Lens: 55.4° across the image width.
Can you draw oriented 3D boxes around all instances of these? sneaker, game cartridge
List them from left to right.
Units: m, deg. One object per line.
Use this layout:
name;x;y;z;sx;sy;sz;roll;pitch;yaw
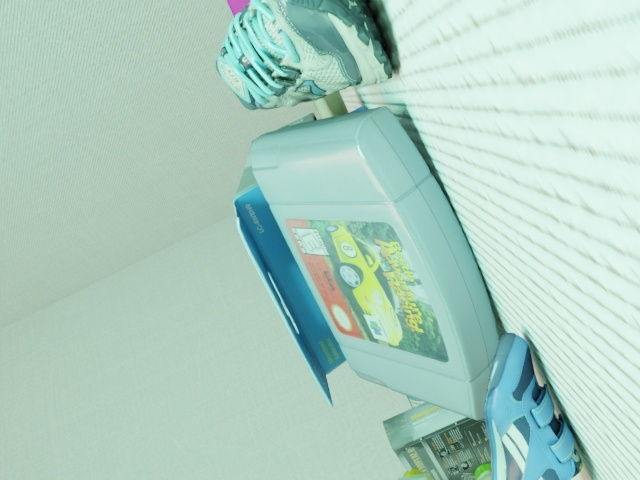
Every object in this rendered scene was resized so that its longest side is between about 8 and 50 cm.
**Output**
sneaker;-0.022;-0.145;0.476;0.110;0.122;0.283;64;-175;-5
game cartridge;0.055;0.028;0.555;0.196;0.060;0.294;0;122;52
sneaker;0.149;0.131;0.423;0.053;0.059;0.144;-32;-65;-54

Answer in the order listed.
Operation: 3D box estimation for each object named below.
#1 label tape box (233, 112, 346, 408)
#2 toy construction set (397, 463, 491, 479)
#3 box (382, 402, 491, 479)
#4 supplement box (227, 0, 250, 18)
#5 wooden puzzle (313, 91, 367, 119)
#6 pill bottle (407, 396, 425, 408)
label tape box;0.000;0.000;0.776;0.347;0.115;0.249;-99;-16;-68
toy construction set;0.205;0.393;0.685;0.327;0.215;0.151;62;-174;-22
box;0.226;0.336;0.993;0.231;0.183;0.056;60;-173;-37
supplement box;-0.056;-0.319;0.913;0.220;0.114;0.111;42;-157;-82
wooden puzzle;0.102;-0.021;0.825;0.348;0.080;0.322;-104;-12;-46
pill bottle;0.229;0.267;1.163;0.264;0.146;0.146;64;-175;-11
